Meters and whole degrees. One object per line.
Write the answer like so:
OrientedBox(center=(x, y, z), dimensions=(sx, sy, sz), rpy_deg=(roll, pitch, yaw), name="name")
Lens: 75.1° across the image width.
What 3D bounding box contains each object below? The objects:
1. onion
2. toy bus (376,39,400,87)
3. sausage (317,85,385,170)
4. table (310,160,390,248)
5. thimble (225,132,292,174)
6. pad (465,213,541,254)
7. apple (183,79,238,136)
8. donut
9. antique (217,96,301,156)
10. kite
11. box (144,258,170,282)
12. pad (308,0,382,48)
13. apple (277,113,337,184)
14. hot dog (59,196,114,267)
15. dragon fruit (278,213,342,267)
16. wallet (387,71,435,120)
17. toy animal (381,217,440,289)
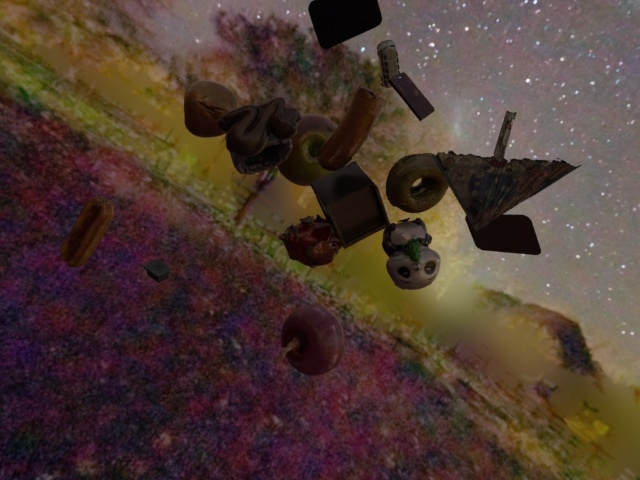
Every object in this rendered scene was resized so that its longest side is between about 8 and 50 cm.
OrientedBox(center=(-0.050, 0.503, 2.111), dimensions=(0.358, 0.358, 0.345), rpy_deg=(34, -1, 21), name="onion")
OrientedBox(center=(0.305, -0.772, 1.832), dimensions=(0.089, 0.087, 0.194), rpy_deg=(-106, 180, -54), name="toy bus")
OrientedBox(center=(0.089, -0.322, 1.243), dimensions=(0.108, 0.271, 0.109), rpy_deg=(29, 24, -14), name="sausage")
OrientedBox(center=(0.095, -0.109, 1.317), dimensions=(0.173, 0.169, 0.193), rpy_deg=(63, -1, -38), name="table")
OrientedBox(center=(-0.230, -0.369, 1.551), dimensions=(0.217, 0.245, 0.157), rpy_deg=(-3, 69, -55), name="thimble")
OrientedBox(center=(0.665, -0.024, 1.534), dimensions=(0.266, 0.002, 0.176), rpy_deg=(6, -49, 56), name="pad")
OrientedBox(center=(-0.500, -0.598, 1.910), dimensions=(0.264, 0.264, 0.264), rpy_deg=(34, 2, -1), name="apple")
OrientedBox(center=(0.393, -0.220, 1.649), dimensions=(0.272, 0.272, 0.107), rpy_deg=(32, 13, -37), name="donut")
OrientedBox(center=(-0.186, -0.359, 1.334), dimensions=(0.121, 0.256, 0.144), rpy_deg=(120, -53, -74), name="antique")
OrientedBox(center=(0.495, -0.197, 1.175), dimensions=(0.405, 0.369, 0.014), rpy_deg=(14, -8, 36), name="kite")
OrientedBox(center=(-0.693, 0.132, 1.773), dimensions=(0.099, 0.054, 0.074), rpy_deg=(28, 40, 23), name="box")
OrientedBox(center=(0.089, -0.855, 1.570), dimensions=(0.004, 0.266, 0.181), rpy_deg=(-50, 124, -56), name="pad")
OrientedBox(center=(-0.051, -0.412, 1.926), dimensions=(0.339, 0.340, 0.339), rpy_deg=(34, 2, -1), name="apple")
OrientedBox(center=(-0.714, -0.023, 1.283), dimensions=(0.100, 0.250, 0.068), rpy_deg=(40, 12, 14), name="hot dog")
OrientedBox(center=(-0.006, -0.020, 1.487), dimensions=(0.200, 0.269, 0.198), rpy_deg=(55, -15, -25), name="dragon fruit")
OrientedBox(center=(0.309, -0.488, 1.411), dimensions=(0.176, 0.095, 0.026), rpy_deg=(50, -32, 3), name="wallet")
OrientedBox(center=(0.350, 0.055, 1.620), dimensions=(0.212, 0.212, 0.267), rpy_deg=(31, 41, -54), name="toy animal")
